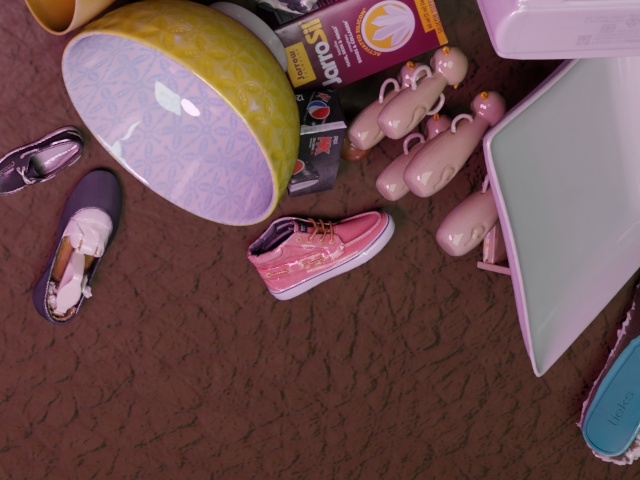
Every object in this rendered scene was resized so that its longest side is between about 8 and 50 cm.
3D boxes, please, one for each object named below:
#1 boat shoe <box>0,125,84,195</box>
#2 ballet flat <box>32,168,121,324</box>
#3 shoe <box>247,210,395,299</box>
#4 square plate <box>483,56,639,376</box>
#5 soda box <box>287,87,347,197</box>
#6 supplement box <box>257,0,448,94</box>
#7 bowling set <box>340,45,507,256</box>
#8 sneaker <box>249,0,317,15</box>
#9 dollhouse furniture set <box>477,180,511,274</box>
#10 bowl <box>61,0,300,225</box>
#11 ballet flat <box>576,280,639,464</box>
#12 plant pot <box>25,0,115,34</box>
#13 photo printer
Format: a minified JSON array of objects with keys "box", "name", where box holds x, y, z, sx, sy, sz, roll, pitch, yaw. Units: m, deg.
[{"box":[-0.328,-0.086,1.986,0.125,0.038,0.046,-28,122,1],"name":"boat shoe"},{"box":[-0.283,0.015,2.038,0.074,0.074,0.203,17,113,-23],"name":"ballet flat"},{"box":[0.000,0.000,2.108,0.178,0.063,0.081,-30,127,8],"name":"shoe"},{"box":[0.309,-0.070,2.070,0.347,0.049,0.344,-42,131,-35],"name":"square plate"},{"box":[-0.010,-0.111,1.998,0.060,0.053,0.169,-10,157,-9],"name":"soda box"},{"box":[0.037,-0.247,1.969,0.188,0.081,0.104,-23,122,-1],"name":"supplement box"},{"box":[0.114,-0.138,2.006,0.154,0.200,0.287,-46,141,-14],"name":"bowling set"},{"box":[-0.108,-0.351,1.875,0.275,0.107,0.110,32,72,-20],"name":"sneaker"},{"box":[0.280,-0.058,2.162,0.161,0.101,0.181,-12,109,-49],"name":"dollhouse furniture set"},{"box":[-0.126,-0.170,1.899,0.156,0.289,0.289,-53,126,-27],"name":"bowl"},{"box":[0.476,0.118,2.288,0.147,0.147,0.409,17,116,-23],"name":"ballet flat"},{"box":[-0.255,-0.297,1.846,0.095,0.134,0.134,-22,126,-32],"name":"plant pot"},{"box":[0.271,-0.337,1.857,0.256,0.307,0.107,-4,144,-14],"name":"photo printer"}]
